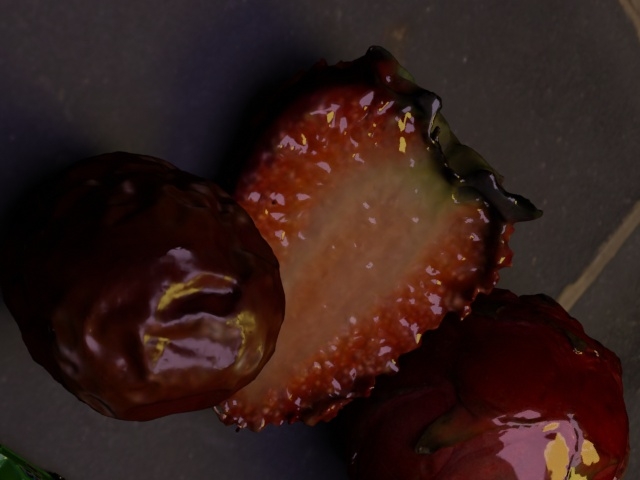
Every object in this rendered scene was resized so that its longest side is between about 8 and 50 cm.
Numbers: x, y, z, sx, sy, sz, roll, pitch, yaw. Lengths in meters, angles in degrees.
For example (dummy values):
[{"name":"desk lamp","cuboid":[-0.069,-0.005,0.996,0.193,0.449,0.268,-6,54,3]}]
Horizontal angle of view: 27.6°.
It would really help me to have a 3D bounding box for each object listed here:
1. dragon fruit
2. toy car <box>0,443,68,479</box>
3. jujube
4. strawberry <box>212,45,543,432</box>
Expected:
[{"name":"dragon fruit","cuboid":[0.141,0.162,1.112,0.252,0.241,0.241,-18,113,-15]},{"name":"toy car","cuboid":[-0.224,0.204,0.978,0.165,0.062,0.071,43,79,-34]},{"name":"jujube","cuboid":[-0.124,0.029,0.881,0.174,0.250,0.174,-7,104,-28]},{"name":"strawberry","cuboid":[0.000,0.000,1.049,0.306,0.137,0.233,-43,105,13]}]
